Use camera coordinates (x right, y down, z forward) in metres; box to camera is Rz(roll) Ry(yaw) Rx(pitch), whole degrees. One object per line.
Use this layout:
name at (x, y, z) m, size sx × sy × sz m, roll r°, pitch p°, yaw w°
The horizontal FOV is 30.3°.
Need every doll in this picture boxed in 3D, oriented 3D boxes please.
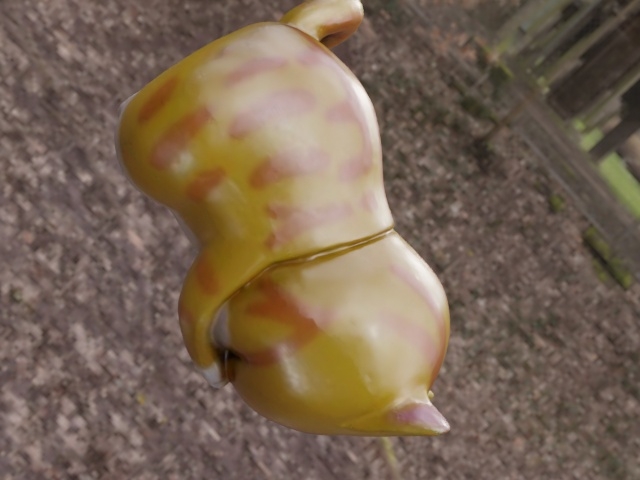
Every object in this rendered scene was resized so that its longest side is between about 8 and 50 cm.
doll at (-0.019, -0.004, 0.727) m, size 0.167 × 0.162 × 0.269 m, roll -28°, pitch 101°, yaw -79°
